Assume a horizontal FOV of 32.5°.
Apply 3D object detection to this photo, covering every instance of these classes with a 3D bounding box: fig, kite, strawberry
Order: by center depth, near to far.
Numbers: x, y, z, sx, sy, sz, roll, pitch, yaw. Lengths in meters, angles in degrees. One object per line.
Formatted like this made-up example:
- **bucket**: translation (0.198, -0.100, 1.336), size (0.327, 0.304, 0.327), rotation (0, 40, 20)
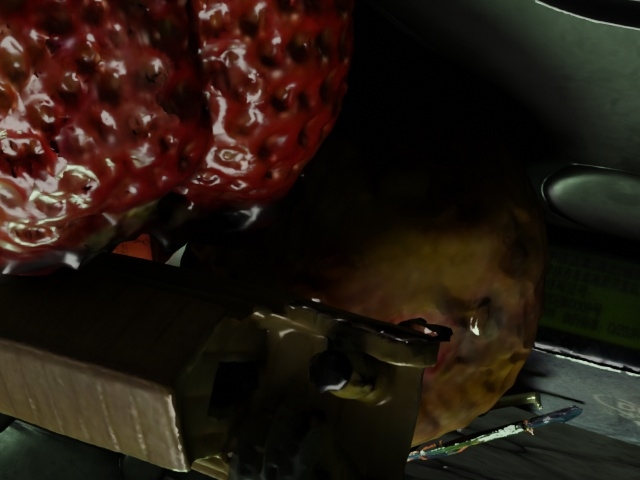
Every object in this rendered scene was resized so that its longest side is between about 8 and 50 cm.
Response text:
- **strawberry**: translation (-0.119, -0.131, 0.583), size (0.238, 0.250, 0.288), rotation (44, 151, 46)
- **fig**: translation (0.000, 0.000, 0.879), size (0.286, 0.286, 0.368), rotation (29, -175, -30)
- **kite**: translation (0.142, 0.200, 1.066), size (0.234, 0.016, 0.321), rotation (-18, 166, 8)

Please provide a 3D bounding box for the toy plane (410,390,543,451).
- **toy plane**: translation (0.084, 0.151, 1.026), size (0.229, 0.092, 0.244), rotation (0, 169, 1)

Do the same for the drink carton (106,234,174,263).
- **drink carton**: translation (-0.135, -0.045, 0.868), size (0.096, 0.071, 0.223), rotation (2, -159, 15)

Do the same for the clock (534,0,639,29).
- **clock**: translation (0.137, -0.158, 0.481), size (0.184, 0.040, 0.184), rotation (19, 164, 6)

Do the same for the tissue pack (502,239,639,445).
- **tissue pack**: translation (0.183, 0.081, 1.081), size (0.394, 0.124, 0.288), rotation (14, 164, 21)

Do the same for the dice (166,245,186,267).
- **dice**: translation (-0.163, 0.099, 1.233), size (0.252, 0.250, 0.254), rotation (4, 173, 22)

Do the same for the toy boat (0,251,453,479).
- **toy boat**: translation (-0.141, 0.069, 0.661), size (0.445, 0.136, 0.162), rotation (12, -178, 28)
